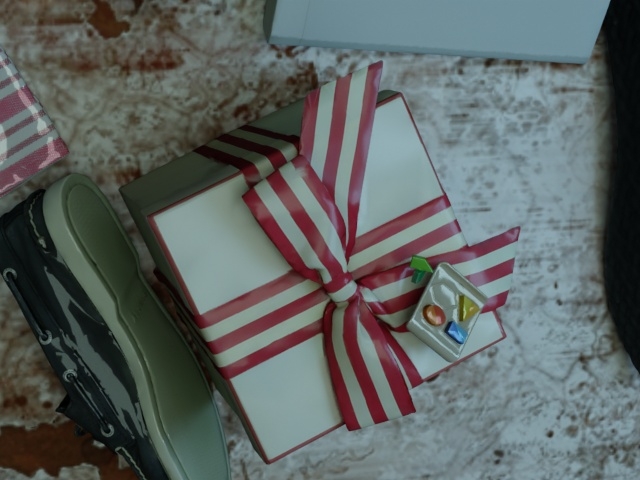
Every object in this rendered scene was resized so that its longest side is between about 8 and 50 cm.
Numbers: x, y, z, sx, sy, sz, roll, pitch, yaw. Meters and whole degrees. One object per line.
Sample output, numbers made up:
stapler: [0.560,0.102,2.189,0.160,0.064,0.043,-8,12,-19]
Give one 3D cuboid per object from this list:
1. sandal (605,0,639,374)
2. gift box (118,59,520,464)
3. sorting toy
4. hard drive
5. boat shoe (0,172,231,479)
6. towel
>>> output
sandal: [0.357,-0.072,1.331,0.107,0.167,0.445,-8,101,-31]
gift box: [0.000,0.000,1.190,0.276,0.258,0.255,-31,105,-7]
sorting toy: [0.091,0.048,1.096,0.083,0.012,0.062,40,71,-27]
hard drive: [0.117,-0.255,1.248,0.307,0.040,0.203,2,130,-15]
boat shoe: [-0.187,0.112,1.237,0.113,0.127,0.340,-18,113,18]
towel: [-0.324,-0.117,1.205,0.144,0.029,0.197,-34,105,-8]
